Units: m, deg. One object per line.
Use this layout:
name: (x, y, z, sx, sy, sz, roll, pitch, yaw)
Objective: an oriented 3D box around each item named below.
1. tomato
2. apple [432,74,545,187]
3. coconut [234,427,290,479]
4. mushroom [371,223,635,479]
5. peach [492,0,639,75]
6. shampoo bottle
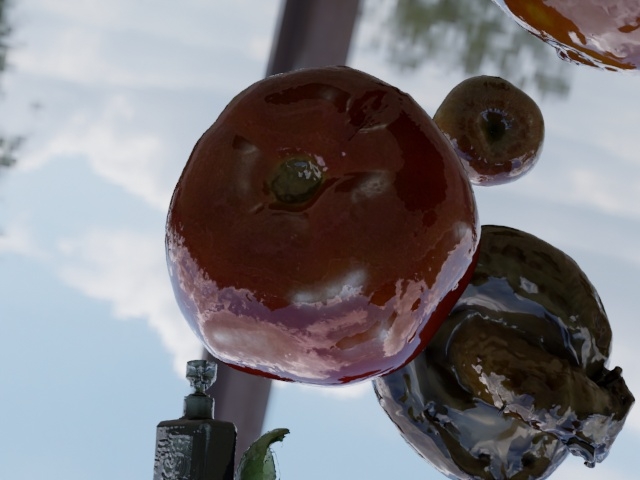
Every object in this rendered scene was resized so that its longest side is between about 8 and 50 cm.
tomato: (0.000, 0.000, 1.677, 0.298, 0.298, 0.226, 16, 161, 23)
apple: (0.184, -0.116, 2.045, 0.126, 0.126, 0.102, 11, 175, -4)
coconut: (-0.075, 0.285, 2.221, 0.055, 0.133, 0.158, 11, -174, 0)
mushroom: (0.190, 0.128, 1.901, 0.283, 0.263, 0.195, 40, -168, 25)
peach: (0.268, -0.281, 1.514, 0.343, 0.302, 0.343, 26, -171, -4)
shampoo bottle: (-0.150, 0.296, 2.197, 0.071, 0.309, 0.098, 13, 166, -37)
